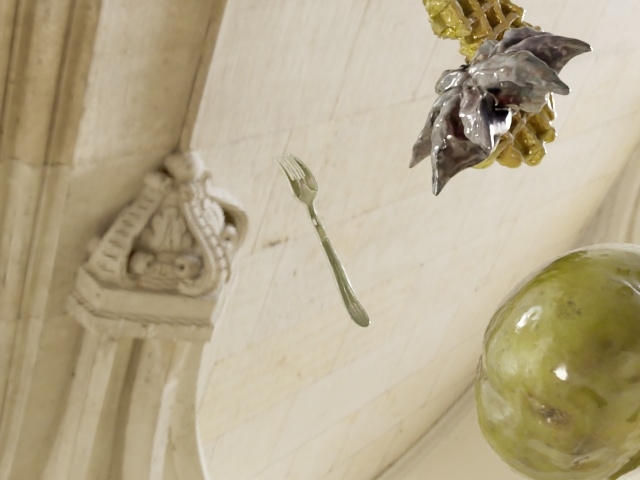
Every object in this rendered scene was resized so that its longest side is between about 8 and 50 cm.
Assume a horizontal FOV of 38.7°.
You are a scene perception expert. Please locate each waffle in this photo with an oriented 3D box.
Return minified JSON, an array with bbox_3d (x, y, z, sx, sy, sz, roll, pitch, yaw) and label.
[{"bbox_3d":[0.167,-0.164,0.900,0.149,0.051,0.194,-1,-99,-32],"label":"waffle"}]

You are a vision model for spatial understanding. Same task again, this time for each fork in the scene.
[{"bbox_3d":[0.003,-0.002,1.018,0.034,0.028,0.219,-19,-99,-34],"label":"fork"}]

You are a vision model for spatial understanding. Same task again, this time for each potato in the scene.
[{"bbox_3d":[0.202,0.087,0.657,0.228,0.197,0.148,-20,-122,-40],"label":"potato"}]

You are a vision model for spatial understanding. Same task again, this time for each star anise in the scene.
[{"bbox_3d":[0.135,-0.117,0.767,0.061,0.181,0.204,38,-163,-14],"label":"star anise"}]
